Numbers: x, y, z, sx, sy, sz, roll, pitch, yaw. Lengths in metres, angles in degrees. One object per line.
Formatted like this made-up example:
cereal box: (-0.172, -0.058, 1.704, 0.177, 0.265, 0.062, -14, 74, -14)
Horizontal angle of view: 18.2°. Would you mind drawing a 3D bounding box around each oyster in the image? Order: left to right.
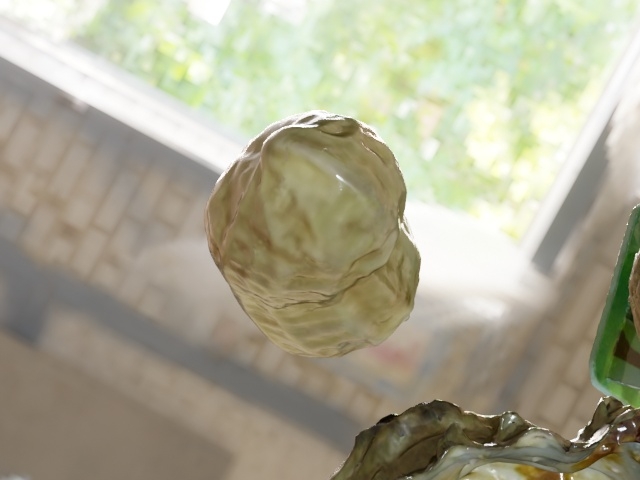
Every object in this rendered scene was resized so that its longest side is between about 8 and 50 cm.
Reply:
oyster: (0.044, 0.189, 1.078, 0.133, 0.337, 0.198, -132, -154, -70)

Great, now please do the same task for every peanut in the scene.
peanut: (0.000, 0.000, 1.388, 0.140, 0.153, 0.325, -45, 170, -10)

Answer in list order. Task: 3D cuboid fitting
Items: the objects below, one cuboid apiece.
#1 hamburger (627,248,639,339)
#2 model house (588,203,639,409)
hamburger: (0.392, 0.025, 1.662, 0.134, 0.265, 0.285, 6, 107, -44)
model house: (0.459, 0.155, 1.884, 0.323, 0.300, 0.340, -8, -125, 48)
